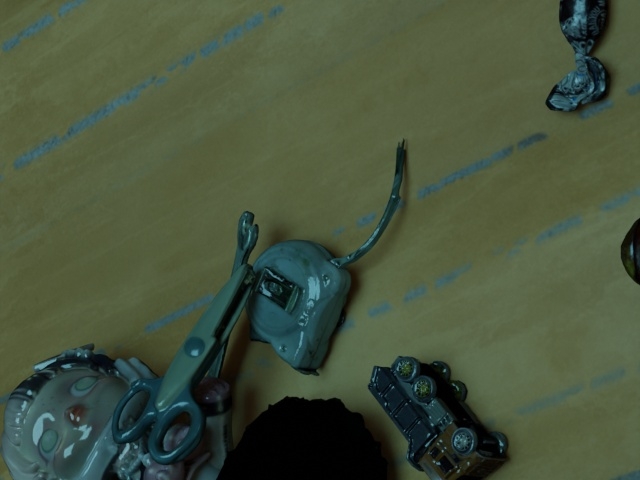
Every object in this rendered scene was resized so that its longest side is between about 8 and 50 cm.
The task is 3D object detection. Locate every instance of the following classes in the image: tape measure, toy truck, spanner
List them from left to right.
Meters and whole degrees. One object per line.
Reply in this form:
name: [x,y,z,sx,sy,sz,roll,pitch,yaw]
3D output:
spanner: [-0.126,0.105,2.292,0.071,0.017,0.302,-124,45,-63]
tape measure: [0.000,0.000,2.228,0.164,0.084,0.330,27,100,32]
toy truck: [0.141,0.222,2.088,0.092,0.083,0.192,-50,56,19]

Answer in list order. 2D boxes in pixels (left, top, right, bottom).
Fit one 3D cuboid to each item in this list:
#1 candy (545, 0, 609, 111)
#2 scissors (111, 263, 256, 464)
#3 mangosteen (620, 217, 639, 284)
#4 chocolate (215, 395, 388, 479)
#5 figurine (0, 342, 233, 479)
candy: [0.313,-0.269,2.063,0.094,0.051,0.226,1,83,39]
scissors: [-0.162,0.153,2.193,0.138,0.041,0.289,20,72,34]
mangosteen: [0.429,0.016,1.852,0.257,0.215,0.215,148,120,-63]
chocolate: [-0.025,0.296,2.188,0.224,0.206,0.177,-56,11,4]
figurine: [-0.280,0.294,2.297,0.361,0.211,0.253,15,49,35]
